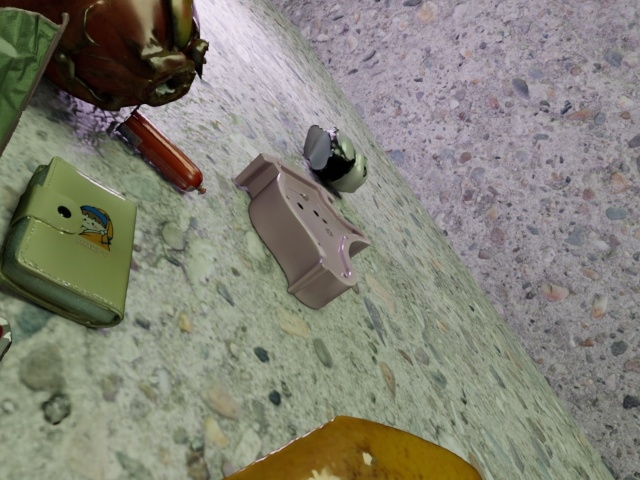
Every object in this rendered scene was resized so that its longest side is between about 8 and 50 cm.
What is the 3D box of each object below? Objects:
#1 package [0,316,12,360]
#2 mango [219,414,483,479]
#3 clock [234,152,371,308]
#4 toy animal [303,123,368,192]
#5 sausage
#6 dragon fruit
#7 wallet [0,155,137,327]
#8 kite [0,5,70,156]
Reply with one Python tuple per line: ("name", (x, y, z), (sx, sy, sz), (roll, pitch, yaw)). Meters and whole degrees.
("package", (-0.282, 0.046, 0.209), (0.239, 0.030, 0.154), (45, 45, -34))
("mango", (-0.001, 0.228, 0.346), (0.350, 0.201, 0.199), (14, 13, -48))
("clock", (0.000, 0.000, 0.905), (0.290, 0.080, 0.275), (21, 36, -53))
("toy animal", (0.052, -0.216, 1.316), (0.179, 0.138, 0.165), (28, 46, -39))
("sausage", (-0.214, -0.119, 0.686), (0.145, 0.050, 0.048), (45, -21, -17))
("dragon fruit", (-0.267, -0.289, 0.611), (0.315, 0.250, 0.250), (33, 20, 2))
("wallet", (-0.228, -0.002, 0.458), (0.110, 0.039, 0.155), (40, 22, -38))
("kite", (-0.279, -0.051, 0.250), (0.323, 0.013, 0.267), (-25, 117, -34))
